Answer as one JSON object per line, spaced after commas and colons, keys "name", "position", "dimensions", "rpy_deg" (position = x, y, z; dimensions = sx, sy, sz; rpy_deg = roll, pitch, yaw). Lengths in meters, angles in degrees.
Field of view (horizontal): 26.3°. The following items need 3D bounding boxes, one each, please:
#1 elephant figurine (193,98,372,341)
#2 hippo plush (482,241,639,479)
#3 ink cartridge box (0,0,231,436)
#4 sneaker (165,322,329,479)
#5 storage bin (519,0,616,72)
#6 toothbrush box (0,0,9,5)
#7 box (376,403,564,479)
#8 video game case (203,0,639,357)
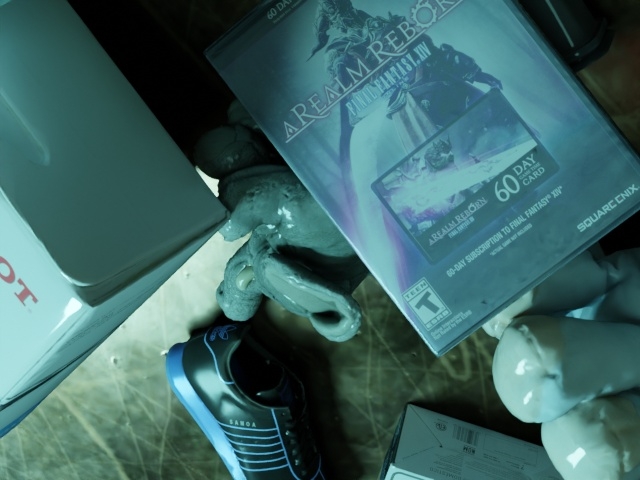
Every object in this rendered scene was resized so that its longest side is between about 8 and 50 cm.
{"name": "elephant figurine", "position": [0.000, 0.000, 1.109], "dimensions": [0.169, 0.186, 0.239], "rpy_deg": [-23, 134, -11]}
{"name": "hippo plush", "position": [0.275, 0.056, 1.008], "dimensions": [0.294, 0.234, 0.236], "rpy_deg": [44, 124, -16]}
{"name": "ink cartridge box", "position": [-0.294, -0.004, 1.067], "dimensions": [0.285, 0.166, 0.395], "rpy_deg": [52, 133, 3]}
{"name": "sneaker", "position": [-0.044, 0.173, 1.265], "dimensions": [0.090, 0.081, 0.232], "rpy_deg": [-23, 115, 35]}
{"name": "storage bin", "position": [0.129, -0.151, 0.995], "dimensions": [0.135, 0.098, 0.091], "rpy_deg": [-25, 104, 28]}
{"name": "toothbrush box", "position": [-0.283, -0.239, 0.879], "dimensions": [0.216, 0.295, 0.126], "rpy_deg": [23, 126, 15]}
{"name": "box", "position": [0.115, 0.308, 1.316], "dimensions": [0.169, 0.087, 0.290], "rpy_deg": [19, 127, 1]}
{"name": "video game case", "position": [0.075, -0.085, 0.953], "dimensions": [0.196, 0.026, 0.274], "rpy_deg": [-38, 89, 13]}
